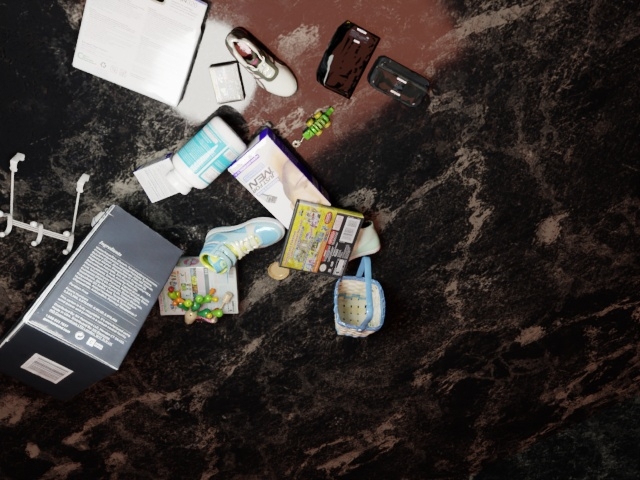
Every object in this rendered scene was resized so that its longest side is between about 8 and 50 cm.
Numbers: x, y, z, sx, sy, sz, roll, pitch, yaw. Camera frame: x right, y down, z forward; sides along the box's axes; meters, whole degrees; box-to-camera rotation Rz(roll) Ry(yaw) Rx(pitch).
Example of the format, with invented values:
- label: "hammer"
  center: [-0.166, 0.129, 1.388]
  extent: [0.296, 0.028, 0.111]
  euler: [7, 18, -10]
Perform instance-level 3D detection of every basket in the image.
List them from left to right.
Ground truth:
- label: "basket"
  center: [0.153, 0.232, 1.877]
  extent: [0.201, 0.254, 0.288]
  euler: [5, 147, -3]

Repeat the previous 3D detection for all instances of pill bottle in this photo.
- label: "pill bottle"
  center: [-0.384, -0.273, 1.599]
  extent: [0.264, 0.146, 0.146]
  euler: [-42, 114, 3]

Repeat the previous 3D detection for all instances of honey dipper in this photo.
- label: "honey dipper"
  center: [-0.388, 0.264, 1.884]
  extent: [0.031, 0.030, 0.160]
  euler: [24, 117, -17]

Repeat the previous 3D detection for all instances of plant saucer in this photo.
- label: "plant saucer"
  center: [-0.167, 0.117, 1.932]
  extent: [0.084, 0.015, 0.083]
  euler: [-2, 119, -4]

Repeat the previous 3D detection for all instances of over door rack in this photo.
- label: "over door rack"
  center: [-0.978, -0.113, 1.692]
  extent: [0.240, 0.108, 0.324]
  euler: [19, 116, -15]

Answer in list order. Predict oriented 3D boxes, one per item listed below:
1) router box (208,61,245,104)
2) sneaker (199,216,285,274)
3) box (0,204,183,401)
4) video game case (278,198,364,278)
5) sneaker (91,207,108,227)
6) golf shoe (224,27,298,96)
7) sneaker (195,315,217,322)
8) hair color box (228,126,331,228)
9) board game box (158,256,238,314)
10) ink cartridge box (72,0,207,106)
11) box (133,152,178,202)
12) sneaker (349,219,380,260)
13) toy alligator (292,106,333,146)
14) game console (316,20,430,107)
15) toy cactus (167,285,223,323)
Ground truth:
- label: "router box"
  center: [-0.301, -0.508, 1.564]
  extent: [0.092, 0.038, 0.122]
  euler: [-9, 119, 0]
- label: "sneaker"
  center: [-0.287, 0.032, 1.735]
  extent: [0.319, 0.208, 0.127]
  euler: [-13, 123, 18]
- label: "box"
  center: [-0.771, 0.215, 1.601]
  extent: [0.297, 0.471, 0.480]
  euler: [38, 134, -23]
- label: "video game case"
  center: [0.000, 0.000, 1.753]
  extent: [0.249, 0.035, 0.274]
  euler: [12, 118, -12]
- label: "sneaker"
  center: [-0.707, -0.017, 1.772]
  extent: [0.258, 0.094, 0.091]
  euler: [37, 114, -21]
- label: "golf shoe"
  center: [-0.185, -0.539, 1.512]
  extent: [0.273, 0.120, 0.105]
  euler: [35, 109, -22]
- label: "sneaker"
  center: [-0.489, 0.322, 2.011]
  extent: [0.120, 0.047, 0.057]
  euler: [17, 138, -13]
- label: "hair color box"
  center: [-0.139, -0.204, 1.706]
  extent: [0.185, 0.110, 0.339]
  euler: [-38, 117, 15]
- label: "board game box"
  center: [-0.477, 0.177, 1.896]
  extent: [0.304, 0.097, 0.223]
  euler: [0, 118, -6]
- label: "ink cartridge box"
  center: [-0.542, -0.622, 1.468]
  extent: [0.324, 0.071, 0.330]
  euler: [20, 112, -14]
- label: "box"
  center: [-0.551, -0.219, 1.685]
  extent: [0.137, 0.072, 0.126]
  euler: [-20, 119, 6]
- label: "sneaker"
  center: [0.094, 0.002, 1.842]
  extent: [0.256, 0.094, 0.151]
  euler: [-20, 125, -4]
- label: "toy alligator"
  center: [-0.024, -0.378, 1.649]
  extent: [0.190, 0.051, 0.056]
  euler: [-41, 114, 17]
- label: "game console"
  center: [0.183, -0.538, 1.584]
  extent: [0.362, 0.044, 0.213]
  euler: [22, 116, -15]
- label: "toy cactus"
  center: [-0.483, 0.250, 1.840]
  extent: [0.219, 0.112, 0.180]
  euler: [17, 135, -17]
